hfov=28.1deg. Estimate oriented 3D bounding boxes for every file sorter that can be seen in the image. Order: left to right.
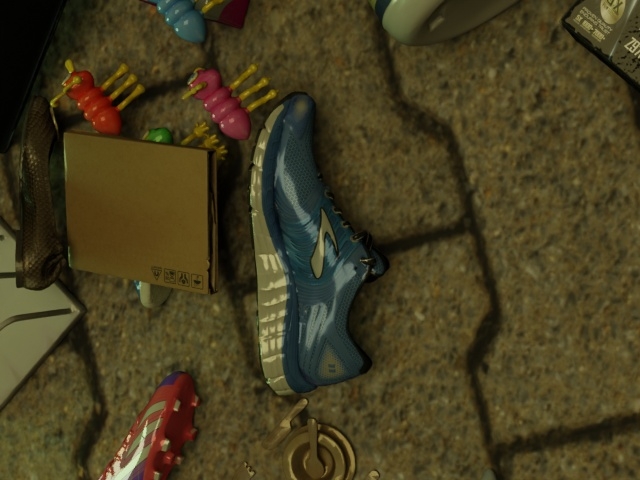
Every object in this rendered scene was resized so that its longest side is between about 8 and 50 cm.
[{"bbox_3d":[-0.464,0.058,1.514,0.278,0.173,0.193,45,102,13],"label":"file sorter"}]

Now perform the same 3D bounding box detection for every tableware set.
[{"bbox_3d":[-0.040,0.291,1.451,0.128,0.039,0.194,44,103,12],"label":"tableware set"}]

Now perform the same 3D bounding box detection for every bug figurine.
[{"bbox_3d":[-0.173,-0.166,1.407,0.216,0.072,0.279,48,133,-2],"label":"bug figurine"}]

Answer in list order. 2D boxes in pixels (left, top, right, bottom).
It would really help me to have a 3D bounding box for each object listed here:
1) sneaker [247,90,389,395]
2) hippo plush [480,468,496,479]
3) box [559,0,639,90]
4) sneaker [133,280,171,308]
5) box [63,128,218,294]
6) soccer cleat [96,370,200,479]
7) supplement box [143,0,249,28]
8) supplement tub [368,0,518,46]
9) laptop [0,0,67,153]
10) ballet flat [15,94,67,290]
[{"bbox_3d":[0.000,0.000,1.407,0.147,0.130,0.330,-5,92,3],"label":"sneaker"},{"bbox_3d":[0.102,0.427,1.305,0.237,0.234,0.294,-22,85,16],"label":"hippo plush"},{"bbox_3d":[0.337,-0.182,1.269,0.180,0.147,0.077,43,102,14],"label":"box"},{"bbox_3d":[-0.217,0.001,1.496,0.085,0.058,0.152,8,105,29],"label":"sneaker"},{"bbox_3d":[-0.202,-0.033,1.430,0.201,0.021,0.164,9,107,29],"label":"box"},{"bbox_3d":[-0.214,0.263,1.488,0.095,0.083,0.248,20,99,21],"label":"soccer cleat"},{"bbox_3d":[-0.127,-0.361,1.433,0.114,0.111,0.220,16,95,17],"label":"supplement box"},{"bbox_3d":[0.096,-0.383,1.301,0.228,0.228,0.316,-33,82,15],"label":"supplement tub"},{"bbox_3d":[-0.482,-0.384,1.520,0.382,0.236,0.408,-58,46,34],"label":"laptop"},{"bbox_3d":[-0.323,-0.057,1.496,0.058,0.084,0.249,1,63,-9],"label":"ballet flat"}]
